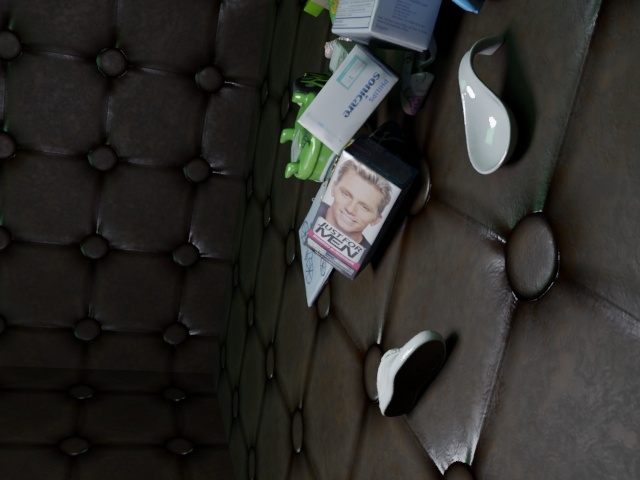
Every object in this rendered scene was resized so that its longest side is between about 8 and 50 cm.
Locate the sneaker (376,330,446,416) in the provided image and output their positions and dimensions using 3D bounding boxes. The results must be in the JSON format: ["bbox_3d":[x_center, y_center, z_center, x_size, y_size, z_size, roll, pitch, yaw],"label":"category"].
[{"bbox_3d":[0.178,0.262,1.455,0.290,0.105,0.123,112,154,-44],"label":"sneaker"}]

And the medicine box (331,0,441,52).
[{"bbox_3d":[0.165,-0.590,1.506,0.263,0.149,0.290,-136,59,-66],"label":"medicine box"}]

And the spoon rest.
[{"bbox_3d":[0.307,-0.256,1.251,0.137,0.084,0.277,134,140,-63],"label":"spoon rest"}]

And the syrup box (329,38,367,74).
[{"bbox_3d":[0.102,-0.506,1.956,0.237,0.096,0.093,-113,31,-56],"label":"syrup box"}]

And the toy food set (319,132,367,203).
[{"bbox_3d":[0.047,-0.195,1.724,0.192,0.038,0.132,-51,-9,-25],"label":"toy food set"}]

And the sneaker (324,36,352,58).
[{"bbox_3d":[0.055,-0.637,2.190,0.134,0.070,0.051,132,142,-60],"label":"sneaker"}]

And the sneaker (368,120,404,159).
[{"bbox_3d":[0.132,-0.205,1.756,0.122,0.110,0.283,-91,19,-49],"label":"sneaker"}]

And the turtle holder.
[{"bbox_3d":[0.029,-0.316,1.910,0.243,0.227,0.321,-114,34,-59],"label":"turtle holder"}]

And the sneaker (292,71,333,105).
[{"bbox_3d":[-0.002,-0.454,2.147,0.385,0.145,0.147,-62,-25,-70],"label":"sneaker"}]

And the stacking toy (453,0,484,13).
[{"bbox_3d":[0.324,-0.592,1.234,0.302,0.165,0.175,-51,6,37],"label":"stacking toy"}]

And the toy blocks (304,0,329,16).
[{"bbox_3d":[0.093,-0.884,2.012,0.381,0.190,0.261,-34,43,54],"label":"toy blocks"}]

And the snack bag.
[{"bbox_3d":[0.000,0.000,2.221,0.343,0.037,0.323,117,152,-50],"label":"snack bag"}]

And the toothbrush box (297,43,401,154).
[{"bbox_3d":[0.078,-0.341,1.599,0.216,0.126,0.295,-50,4,18],"label":"toothbrush box"}]

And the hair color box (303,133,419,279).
[{"bbox_3d":[0.094,-0.077,1.693,0.105,0.173,0.347,-43,-16,-43],"label":"hair color box"}]

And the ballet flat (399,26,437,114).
[{"bbox_3d":[0.234,-0.408,1.568,0.079,0.076,0.222,6,90,53],"label":"ballet flat"}]

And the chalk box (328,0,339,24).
[{"bbox_3d":[0.126,-0.677,1.801,0.289,0.180,0.179,116,154,-50],"label":"chalk box"}]
